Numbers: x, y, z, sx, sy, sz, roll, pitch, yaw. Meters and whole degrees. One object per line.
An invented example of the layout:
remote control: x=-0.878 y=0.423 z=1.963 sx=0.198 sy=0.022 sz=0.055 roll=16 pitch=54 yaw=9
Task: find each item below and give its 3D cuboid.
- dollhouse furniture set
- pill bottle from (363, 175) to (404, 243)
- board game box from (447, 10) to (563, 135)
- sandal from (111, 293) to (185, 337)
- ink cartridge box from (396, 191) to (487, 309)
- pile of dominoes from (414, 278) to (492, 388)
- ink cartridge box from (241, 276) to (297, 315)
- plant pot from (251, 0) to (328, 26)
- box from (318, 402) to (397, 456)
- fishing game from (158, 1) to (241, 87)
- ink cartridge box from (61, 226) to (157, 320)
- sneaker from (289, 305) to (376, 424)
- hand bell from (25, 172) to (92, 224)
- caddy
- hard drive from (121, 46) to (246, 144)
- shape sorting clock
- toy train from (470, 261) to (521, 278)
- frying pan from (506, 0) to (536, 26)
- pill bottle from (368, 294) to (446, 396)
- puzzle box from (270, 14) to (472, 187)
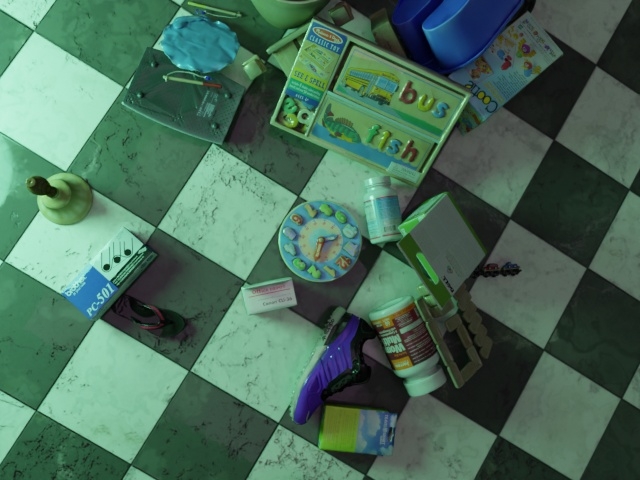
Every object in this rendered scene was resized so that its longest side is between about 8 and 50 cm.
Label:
dollhouse furniture set: x=0.040 y=-0.416 z=1.484 sx=0.356 sy=0.173 sz=0.303 roll=-25 pitch=115 yaw=18
pill bottle: x=0.153 y=-0.075 z=1.453 sx=0.087 sy=0.087 sz=0.160 roll=-9 pitch=87 yaw=-8
board game box: x=0.442 y=-0.419 z=1.492 sx=0.275 sy=0.142 sz=0.144 roll=-40 pitch=91 yaw=-9
sandal: x=-0.407 y=0.179 z=1.380 sx=0.179 sy=0.040 sz=0.067 roll=23 pitch=81 yaw=-5
ink cartridge box: x=0.262 y=0.029 z=1.387 sx=0.255 sy=0.097 sz=0.188 roll=-40 pitch=99 yaw=-40
pile of dominoes: x=0.325 y=0.210 z=1.457 sx=0.196 sy=0.040 sz=0.251 roll=-25 pitch=90 yaw=-41
ink cartridge box: x=-0.120 y=0.127 z=1.344 sx=0.115 sy=0.198 sz=0.067 roll=-12 pitch=87 yaw=-8
plant pot: x=-0.073 y=-0.613 z=1.370 sx=0.257 sy=0.274 sz=0.256 roll=0 pitch=86 yaw=-7
box: x=0.090 y=0.458 z=1.425 sx=0.178 sy=0.042 sz=0.109 roll=8 pitch=85 yaw=-7
fishing game: x=-0.292 y=-0.471 z=1.422 sx=0.189 sy=0.041 sz=0.264 roll=8 pitch=62 yaw=-7
ink cartridge box: x=-0.489 y=0.078 z=1.368 sx=0.097 sy=0.046 sz=0.207 roll=39 pitch=82 yaw=7
sneaker: x=0.040 y=0.313 z=1.380 sx=0.146 sy=0.102 sz=0.293 roll=25 pitch=83 yaw=14
hand bell: x=-0.591 y=-0.107 z=1.277 sx=0.126 sy=0.242 sz=0.126 roll=1 pitch=86 yaw=-7
caddy: x=0.342 y=-0.561 z=1.428 sx=0.341 sy=0.241 sz=0.179 roll=-52 pitch=133 yaw=-1
hard drive: x=-0.327 y=-0.345 z=1.426 sx=0.255 sy=0.054 sz=0.172 roll=21 pitch=83 yaw=-6
shape sorting clock: x=0.000 y=0.000 z=1.450 sx=0.206 sy=0.040 sz=0.206 roll=1 pitch=85 yaw=-8
toy train: x=0.441 y=0.076 z=1.512 sx=0.158 sy=0.027 sz=0.036 roll=-3 pitch=76 yaw=-8
frying pan: x=0.525 y=-0.684 z=1.563 sx=0.326 sy=0.053 sz=0.197 roll=-31 pitch=84 yaw=-9
pill bottle: x=0.213 y=0.254 z=1.419 sx=0.121 sy=0.121 sz=0.221 roll=-25 pitch=89 yaw=-9
puzzle box: x=0.116 y=-0.321 z=1.403 sx=0.409 sy=0.052 sz=0.272 roll=22 pitch=119 yaw=-8
